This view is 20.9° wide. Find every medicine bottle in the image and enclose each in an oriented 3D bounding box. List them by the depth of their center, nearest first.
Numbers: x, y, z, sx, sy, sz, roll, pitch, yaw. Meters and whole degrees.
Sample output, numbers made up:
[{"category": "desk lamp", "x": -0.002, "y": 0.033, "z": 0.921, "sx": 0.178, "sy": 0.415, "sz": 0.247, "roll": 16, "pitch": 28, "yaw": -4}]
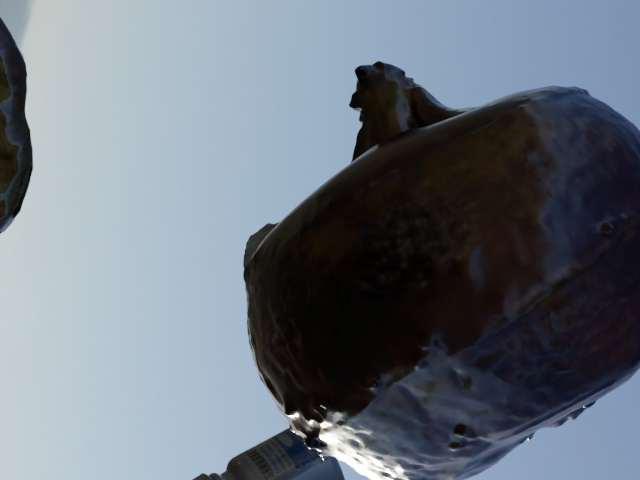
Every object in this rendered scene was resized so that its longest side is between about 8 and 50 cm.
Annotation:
[{"category": "medicine bottle", "x": -0.064, "y": 0.276, "z": 1.878, "sx": 0.105, "sy": 0.168, "sz": 0.105, "roll": 53, "pitch": -20, "yaw": 29}]

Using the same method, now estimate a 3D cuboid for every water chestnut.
[{"category": "water chestnut", "x": 0.093, "y": 0.007, "z": 1.261, "sx": 0.302, "sy": 0.350, "sz": 0.350, "roll": 61, "pitch": -24, "yaw": 8}]

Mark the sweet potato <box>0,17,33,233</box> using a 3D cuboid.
[{"category": "sweet potato", "x": -0.249, "y": -0.030, "z": 0.898, "sx": 0.370, "sy": 0.158, "sz": 0.158, "roll": -19, "pitch": -124, "yaw": 63}]

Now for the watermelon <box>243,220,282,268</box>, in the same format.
[{"category": "watermelon", "x": -0.012, "y": 0.020, "z": 1.774, "sx": 0.158, "sy": 0.098, "sz": 0.121, "roll": -17, "pitch": -139, "yaw": 38}]
